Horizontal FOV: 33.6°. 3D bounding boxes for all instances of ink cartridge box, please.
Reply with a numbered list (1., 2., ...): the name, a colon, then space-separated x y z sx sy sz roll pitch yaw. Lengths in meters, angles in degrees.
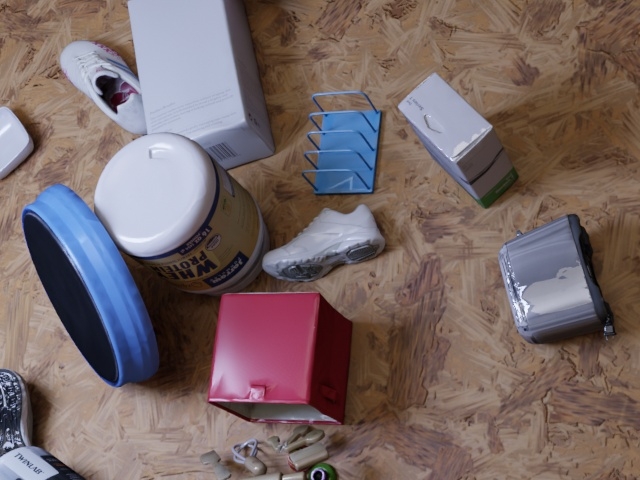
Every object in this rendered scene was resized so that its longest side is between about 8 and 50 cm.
1. ink cartridge box: 0.242 -0.171 1.841 0.092 0.219 0.160 -42 62 2

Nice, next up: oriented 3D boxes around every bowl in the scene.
1. bowl: -0.697 -0.205 2.321 0.142 0.053 0.142 -42 62 2
2. bowl: -0.424 0.089 1.919 0.077 0.391 0.391 -28 58 -25

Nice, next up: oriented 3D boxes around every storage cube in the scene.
1. storage cube: -0.068 0.207 1.842 0.214 0.183 0.193 -1 70 21

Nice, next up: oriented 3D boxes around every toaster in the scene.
1. toaster: 0.387 0.077 1.745 0.146 0.129 0.227 -19 67 18

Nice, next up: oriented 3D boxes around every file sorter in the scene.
1. file sorter: 0.037 -0.183 1.993 0.118 0.104 0.170 -1 71 22

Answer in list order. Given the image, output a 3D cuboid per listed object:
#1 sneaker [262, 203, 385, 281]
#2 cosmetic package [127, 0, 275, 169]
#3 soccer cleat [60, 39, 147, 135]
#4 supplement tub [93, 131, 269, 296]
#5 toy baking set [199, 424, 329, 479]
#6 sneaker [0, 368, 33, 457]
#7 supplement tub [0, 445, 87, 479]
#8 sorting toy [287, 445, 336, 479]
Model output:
1. sneaker: 0.000 0.000 1.958 0.232 0.090 0.115 -16 59 6
2. cosmetic package: -0.243 -0.335 2.135 0.217 0.156 0.385 -17 64 15
3. soccer cleat: -0.456 -0.347 2.228 0.331 0.143 0.116 40 88 29
4. supplement tub: -0.238 -0.035 1.924 0.228 0.316 0.228 -8 67 19
5. toy baking set: -0.099 0.380 1.804 0.256 0.197 0.030 -15 102 13
6. sneaker: -0.592 0.382 2.041 0.100 0.108 0.272 -1 85 2
7. supplement tub: -0.445 0.526 1.857 0.338 0.207 0.207 26 82 28
8. sorting toy: -0.024 0.396 1.833 0.102 0.042 0.061 36 86 28
